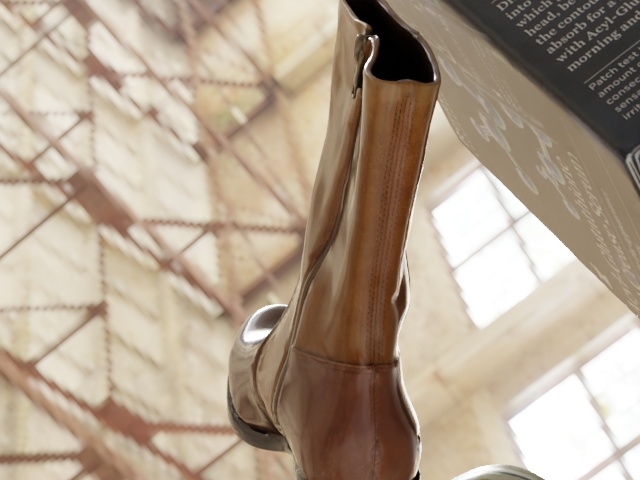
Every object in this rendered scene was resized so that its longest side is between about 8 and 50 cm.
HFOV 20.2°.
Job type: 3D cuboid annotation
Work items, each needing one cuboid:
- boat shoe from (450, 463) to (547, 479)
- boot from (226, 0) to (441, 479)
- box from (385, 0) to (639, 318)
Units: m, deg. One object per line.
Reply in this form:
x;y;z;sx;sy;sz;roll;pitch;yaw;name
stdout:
0.021;0.371;1.586;0.187;0.500;0.156;44;-146;-13;boat shoe
0.000;0.000;0.996;0.264;0.096;0.280;-104;15;-69;boot
0.220;-0.124;1.224;0.395;0.212;0.293;51;177;46;box
